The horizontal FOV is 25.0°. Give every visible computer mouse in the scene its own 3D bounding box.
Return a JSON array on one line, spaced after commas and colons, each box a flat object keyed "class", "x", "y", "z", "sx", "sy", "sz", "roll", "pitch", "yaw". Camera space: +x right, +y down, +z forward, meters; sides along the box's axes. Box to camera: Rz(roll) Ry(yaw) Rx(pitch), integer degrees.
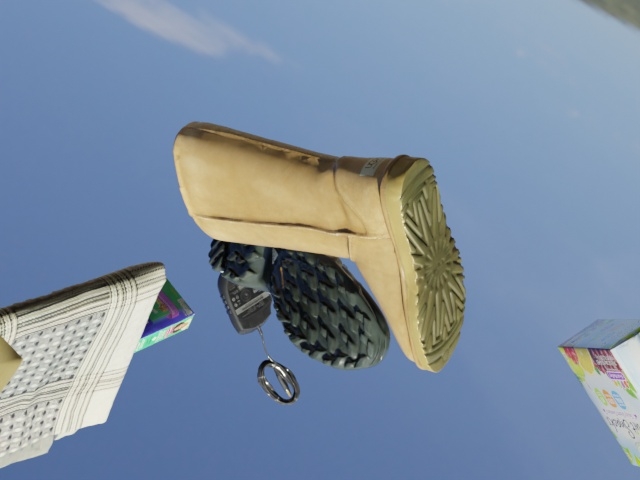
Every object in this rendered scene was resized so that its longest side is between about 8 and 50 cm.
[{"class": "computer mouse", "x": -0.093, "y": 0.141, "z": 2.161, "sx": 0.041, "sy": 0.071, "sz": 0.242, "roll": 7, "pitch": 122, "yaw": 58}]

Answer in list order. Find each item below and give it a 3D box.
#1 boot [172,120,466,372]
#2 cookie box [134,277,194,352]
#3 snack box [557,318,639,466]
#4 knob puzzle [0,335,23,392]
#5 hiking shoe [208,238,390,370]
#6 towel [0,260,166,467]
[{"class": "boot", "x": 0.000, "y": 0.000, "z": 1.402, "sx": 0.269, "sy": 0.236, "sz": 0.089, "roll": 9, "pitch": -148, "yaw": 35}, {"class": "cookie box", "x": -0.246, "y": 0.099, "z": 2.012, "sx": 0.107, "sy": 0.040, "sz": 0.092, "roll": -25, "pitch": -115, "yaw": -36}, {"class": "snack box", "x": 0.370, "y": 0.178, "z": 1.653, "sx": 0.174, "sy": 0.070, "sz": 0.207, "roll": 58, "pitch": 174, "yaw": -2}, {"class": "knob puzzle", "x": -0.398, "y": 0.127, "z": 1.367, "sx": 0.213, "sy": 0.030, "sz": 0.213, "roll": 13, "pitch": -110, "yaw": -40}, {"class": "hiking shoe", "x": 0.001, "y": 0.049, "z": 1.677, "sx": 0.132, "sy": 0.113, "sz": 0.304, "roll": 7, "pitch": -156, "yaw": -42}, {"class": "towel", "x": -0.347, "y": 0.176, "z": 1.687, "sx": 0.312, "sy": 0.324, "sz": 0.056, "roll": -19, "pitch": -121, "yaw": -46}]
